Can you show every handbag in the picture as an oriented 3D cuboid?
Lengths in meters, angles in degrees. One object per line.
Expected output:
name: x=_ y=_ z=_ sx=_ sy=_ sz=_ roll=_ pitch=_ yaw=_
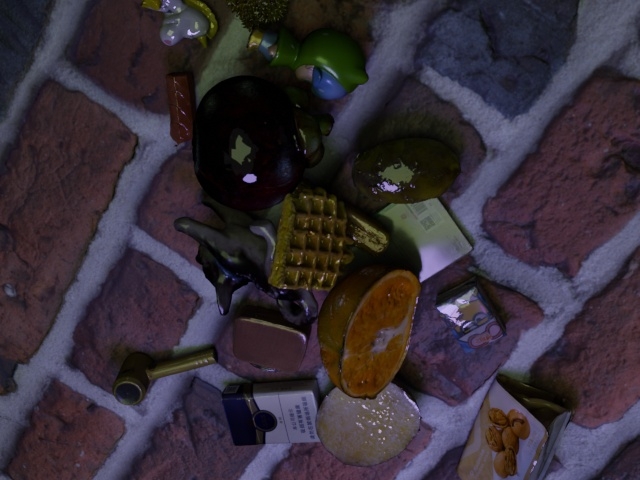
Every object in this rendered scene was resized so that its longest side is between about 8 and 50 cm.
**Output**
handbag: x=-0.129 y=0.257 z=1.965 sx=0.193 sy=0.072 sz=0.151 roll=15 pitch=115 yaw=3

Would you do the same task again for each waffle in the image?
waffle: x=0.000 y=0.000 z=1.690 sx=0.057 sy=0.219 sz=0.229 roll=14 pitch=94 yaw=44

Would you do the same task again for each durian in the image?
durian: x=-0.137 y=-0.514 z=1.631 sx=0.146 sy=0.102 sz=0.208 roll=6 pitch=117 yaw=2

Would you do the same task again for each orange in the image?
orange: x=0.114 y=0.199 z=1.767 sx=0.274 sy=0.274 sz=0.310 roll=31 pitch=137 yaw=-3

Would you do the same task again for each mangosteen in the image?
mangosteen: x=-0.136 y=-0.206 z=1.665 sx=0.300 sy=0.300 sz=0.300 roll=4 pitch=113 yaw=9

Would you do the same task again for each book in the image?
book: x=0.193 y=0.014 z=1.827 sx=0.282 sy=0.025 sz=0.215 roll=-32 pitch=102 yaw=21

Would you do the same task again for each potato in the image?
potato: x=0.124 y=0.439 z=1.969 sx=0.239 sy=0.116 sz=0.299 roll=41 pitch=117 yaw=-4
potato: x=0.192 y=-0.155 z=1.708 sx=0.251 sy=0.113 sz=0.149 roll=1 pitch=103 yaw=13

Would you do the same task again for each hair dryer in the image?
hair dryer: x=-0.407 y=0.344 z=2.031 sx=0.278 sy=0.135 sz=0.090 roll=-16 pitch=110 yaw=6

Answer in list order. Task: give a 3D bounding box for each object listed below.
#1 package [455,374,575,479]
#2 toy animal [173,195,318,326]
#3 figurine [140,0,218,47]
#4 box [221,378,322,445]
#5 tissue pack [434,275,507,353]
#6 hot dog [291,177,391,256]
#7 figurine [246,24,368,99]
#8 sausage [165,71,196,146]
package: x=0.501 y=0.518 z=1.932 sx=0.165 sy=0.221 sz=0.311 roll=0 pitch=117 yaw=-33
toy animal: x=-0.160 y=0.062 z=1.809 sx=0.344 sy=0.194 sz=0.303 roll=4 pitch=118 yaw=33
figurine: x=-0.307 y=-0.495 z=1.679 sx=0.129 sy=0.109 sz=0.178 roll=-31 pitch=108 yaw=-2
box: x=-0.123 y=0.460 z=2.048 sx=0.259 sy=0.071 sz=0.168 roll=-7 pitch=111 yaw=12
tissue pack: x=0.361 y=0.181 z=1.843 sx=0.115 sy=0.065 sz=0.155 roll=-29 pitch=104 yaw=21
hot dog: x=0.035 y=-0.061 z=1.795 sx=0.289 sy=0.068 sz=0.083 roll=33 pitch=101 yaw=6
figurine: x=-0.025 y=-0.387 z=1.620 sx=0.263 sy=0.162 sz=0.143 roll=18 pitch=105 yaw=-7
sausage: x=-0.320 y=-0.300 z=1.772 sx=0.065 sy=0.065 sz=0.169 roll=3 pitch=114 yaw=9
